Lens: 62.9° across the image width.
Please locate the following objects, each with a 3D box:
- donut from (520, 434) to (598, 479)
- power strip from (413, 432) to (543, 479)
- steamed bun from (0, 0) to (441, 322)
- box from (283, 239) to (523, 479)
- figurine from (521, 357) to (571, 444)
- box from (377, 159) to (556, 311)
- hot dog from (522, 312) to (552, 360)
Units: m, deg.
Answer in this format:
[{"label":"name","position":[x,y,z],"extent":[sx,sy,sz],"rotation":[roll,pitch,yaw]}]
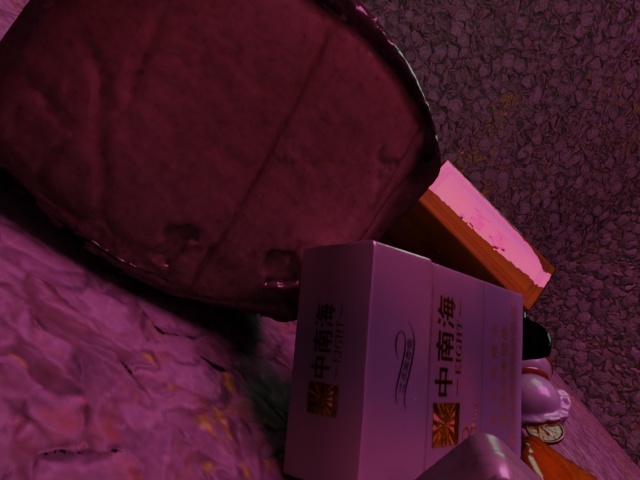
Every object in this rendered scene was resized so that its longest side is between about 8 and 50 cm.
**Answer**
[{"label":"donut","position":[0.251,0.300,0.468],"extent":[0.253,0.118,0.253],"rotation":[40,12,-10]},{"label":"power strip","position":[0.141,0.235,0.307],"extent":[0.270,0.118,0.046],"rotation":[44,9,-3]},{"label":"steamed bun","position":[-0.078,-0.093,0.424],"extent":[0.301,0.251,0.199],"rotation":[36,1,-29]},{"label":"box","position":[0.083,0.099,0.411],"extent":[0.243,0.067,0.155],"rotation":[17,72,-46]},{"label":"figurine","position":[0.381,0.264,0.983],"extent":[0.143,0.143,0.271],"rotation":[43,12,-10]},{"label":"box","position":[0.131,0.038,0.671],"extent":[0.174,0.076,0.274],"rotation":[44,-29,-1]},{"label":"hot dog","position":[0.285,0.170,0.980],"extent":[0.326,0.194,0.107],"rotation":[-93,166,-66]}]
